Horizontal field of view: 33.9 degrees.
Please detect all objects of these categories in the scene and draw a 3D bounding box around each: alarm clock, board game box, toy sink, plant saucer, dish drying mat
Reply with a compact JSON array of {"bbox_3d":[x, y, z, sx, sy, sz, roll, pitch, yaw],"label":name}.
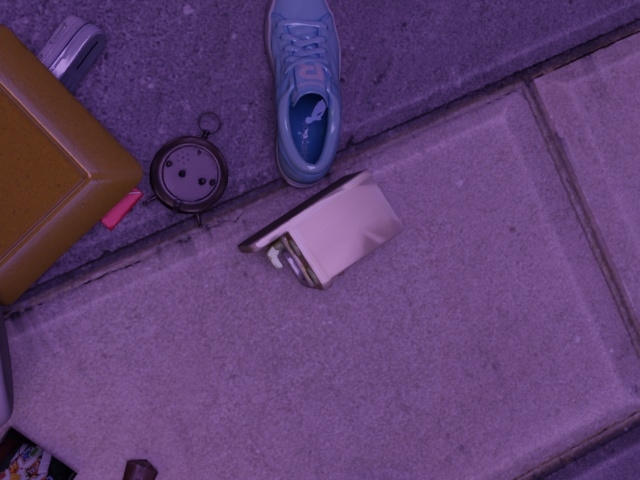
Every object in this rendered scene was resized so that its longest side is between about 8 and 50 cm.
[{"bbox_3d":[-0.214,-0.129,1.765,0.129,0.064,0.192,21,81,-11],"label":"alarm clock"},{"bbox_3d":[-0.510,0.434,1.642,0.136,0.030,0.259,40,53,-10],"label":"board game box"},{"bbox_3d":[0.000,0.000,1.761,0.234,0.153,0.131,-33,96,-12],"label":"toy sink"},{"bbox_3d":[-0.508,-0.109,1.641,0.333,0.081,0.333,-43,98,7],"label":"plant saucer"},{"bbox_3d":[-0.336,-0.057,1.761,0.032,0.008,0.083,42,80,-9],"label":"dish drying mat"}]

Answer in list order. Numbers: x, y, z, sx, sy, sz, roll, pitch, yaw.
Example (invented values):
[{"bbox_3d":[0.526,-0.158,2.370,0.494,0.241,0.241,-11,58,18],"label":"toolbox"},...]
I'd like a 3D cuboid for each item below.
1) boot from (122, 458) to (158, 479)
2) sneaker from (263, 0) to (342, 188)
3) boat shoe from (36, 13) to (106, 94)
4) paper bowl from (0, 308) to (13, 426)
[{"bbox_3d":[-0.288,0.428,1.748,0.106,0.037,0.114,23,79,-13],"label":"boot"},{"bbox_3d":[-0.015,-0.275,1.765,0.135,0.150,0.365,-5,90,-13],"label":"sneaker"},{"bbox_3d":[-0.444,-0.268,1.718,0.076,0.083,0.226,35,81,18],"label":"boat shoe"},{"bbox_3d":[-0.545,0.186,1.568,0.148,0.284,0.284,-7,90,-13],"label":"paper bowl"}]
